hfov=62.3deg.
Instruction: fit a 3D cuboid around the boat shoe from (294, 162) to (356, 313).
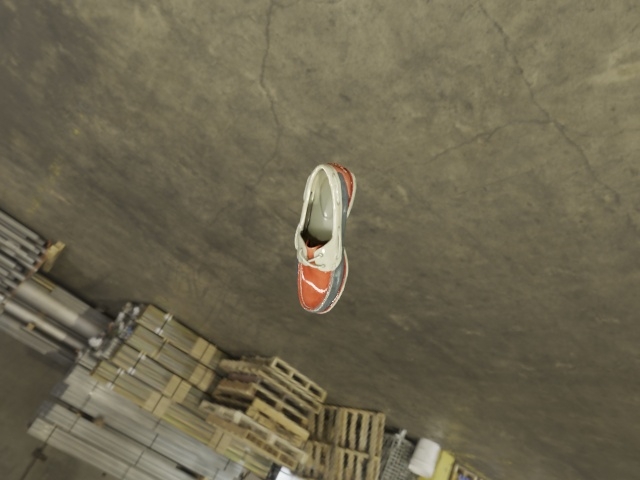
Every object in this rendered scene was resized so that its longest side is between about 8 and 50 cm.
[{"bbox_3d":[0.000,0.000,0.463,0.049,0.136,0.043,14,-170,22],"label":"boat shoe"}]
